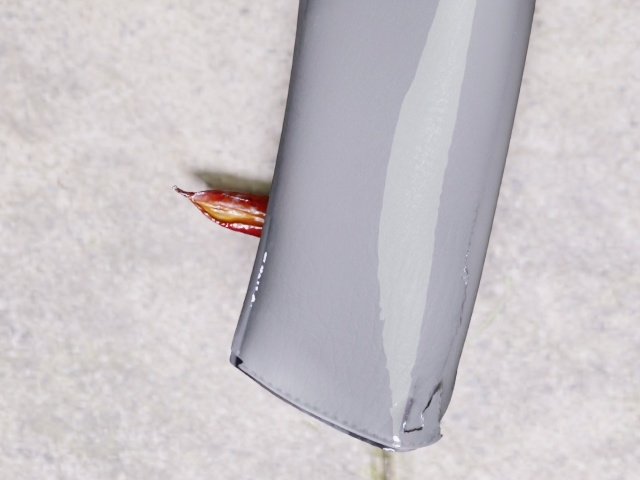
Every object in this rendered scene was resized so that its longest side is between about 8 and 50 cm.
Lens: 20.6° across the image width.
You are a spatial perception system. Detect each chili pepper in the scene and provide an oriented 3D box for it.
[{"bbox_3d":[0.000,0.000,1.006,0.178,0.027,0.045,16,110,-1],"label":"chili pepper"}]

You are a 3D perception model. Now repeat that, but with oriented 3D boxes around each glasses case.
[{"bbox_3d":[0.035,-0.048,0.937,0.128,0.083,0.308,15,107,17],"label":"glasses case"}]
